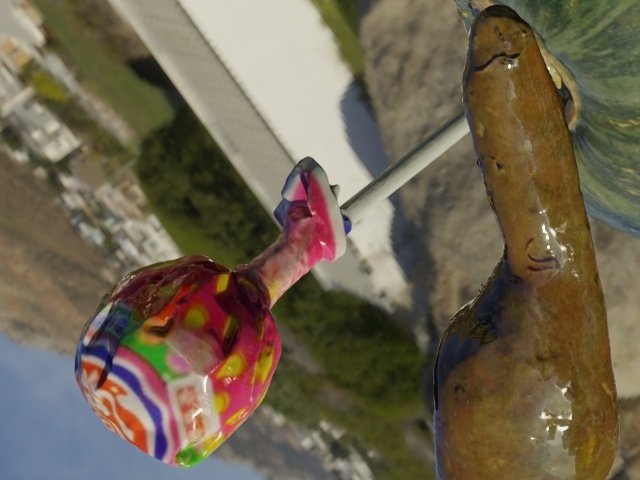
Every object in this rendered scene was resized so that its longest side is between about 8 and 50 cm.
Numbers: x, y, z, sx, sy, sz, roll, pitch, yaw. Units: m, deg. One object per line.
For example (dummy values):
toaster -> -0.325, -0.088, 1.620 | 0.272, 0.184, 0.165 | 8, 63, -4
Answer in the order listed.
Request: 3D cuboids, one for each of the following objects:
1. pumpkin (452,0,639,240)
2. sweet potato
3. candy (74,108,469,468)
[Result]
pumpkin -> 0.189, -0.160, 0.751 | 0.291, 0.257, 0.328 | 52, 173, 33
sweet potato -> 0.080, 0.044, 0.541 | 0.075, 0.074, 0.270 | -125, 30, -60
candy -> 0.000, 0.000, 0.907 | 0.124, 0.365, 0.124 | 42, 157, 22
